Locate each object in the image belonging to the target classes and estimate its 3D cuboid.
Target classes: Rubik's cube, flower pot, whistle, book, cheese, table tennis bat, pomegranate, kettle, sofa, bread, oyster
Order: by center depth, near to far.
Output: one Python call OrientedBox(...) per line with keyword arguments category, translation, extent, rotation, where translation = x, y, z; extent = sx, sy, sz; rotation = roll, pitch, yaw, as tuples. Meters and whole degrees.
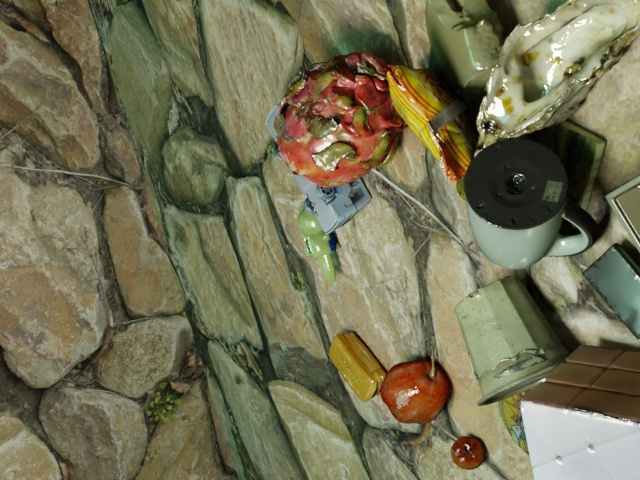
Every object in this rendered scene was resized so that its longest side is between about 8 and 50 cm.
OrientedBox(category="oyster", translation=(0.363, -0.262, 1.224), extent=(0.166, 0.110, 0.341), rotation=(45, 137, 21))
OrientedBox(category="Rubik's cube", translation=(0.494, 0.328, 1.292), extent=(0.221, 0.225, 0.231), rotation=(2, 112, 46))
OrientedBox(category="sofa", translation=(0.518, 0.080, 1.293), extent=(0.147, 0.060, 0.085), rotation=(55, 138, 23))
OrientedBox(category="kettle", translation=(0.356, -0.039, 1.325), extent=(0.221, 0.161, 0.236), rotation=(14, 161, 18))
OrientedBox(category="cheese", translation=(0.249, -0.351, 1.349), extent=(0.202, 0.091, 0.175), rotation=(64, 172, 2))
OrientedBox(category="book", translation=(0.384, -0.155, 1.372), extent=(0.228, 0.024, 0.160), rotation=(41, 145, 38))
OrientedBox(category="pomegranate", translation=(0.300, -0.114, 1.506), extent=(0.073, 0.073, 0.084), rotation=(42, 129, 38))
OrientedBox(category="flower pot", translation=(0.356, 0.193, 1.510), extent=(0.202, 0.212, 0.212), rotation=(64, 153, 21))
OrientedBox(category="table tennis bat", translation=(0.476, 0.369, 1.595), extent=(0.215, 0.044, 0.329), rotation=(67, 154, 2))
OrientedBox(category="whistle", translation=(0.000, 0.000, 2.089), extent=(0.105, 0.085, 0.227), rotation=(-4, 106, 61))
OrientedBox(category="bread", translation=(0.104, 0.348, 2.181), extent=(0.200, 0.077, 0.116), rotation=(50, 150, 31))

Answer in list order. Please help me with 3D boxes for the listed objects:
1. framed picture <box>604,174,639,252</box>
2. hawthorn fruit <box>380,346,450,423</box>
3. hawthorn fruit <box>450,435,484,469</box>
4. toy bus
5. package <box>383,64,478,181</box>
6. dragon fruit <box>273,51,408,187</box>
OrientedBox(category="framed picture", translation=(0.570, -0.034, 1.144), extent=(0.211, 0.020, 0.289), rotation=(62, 151, 9))
OrientedBox(category="hawthorn fruit", translation=(0.245, 0.352, 1.892), extent=(0.203, 0.163, 0.162), rotation=(-46, 69, 41))
OrientedBox(category="hawthorn fruit", translation=(0.354, 0.516, 1.879), extent=(0.081, 0.081, 0.093), rotation=(46, 160, 33))
OrientedBox(category="toy bus", translation=(-0.006, -0.186, 1.902), extent=(0.329, 0.136, 0.109), rotation=(61, 150, 10))
OrientedBox(category="package", translation=(0.205, -0.227, 1.395), extent=(0.223, 0.108, 0.288), rotation=(51, -166, -2))
OrientedBox(category="dragon fruit", translation=(0.062, -0.257, 1.636), extent=(0.291, 0.269, 0.250), rotation=(-45, 58, 24))
